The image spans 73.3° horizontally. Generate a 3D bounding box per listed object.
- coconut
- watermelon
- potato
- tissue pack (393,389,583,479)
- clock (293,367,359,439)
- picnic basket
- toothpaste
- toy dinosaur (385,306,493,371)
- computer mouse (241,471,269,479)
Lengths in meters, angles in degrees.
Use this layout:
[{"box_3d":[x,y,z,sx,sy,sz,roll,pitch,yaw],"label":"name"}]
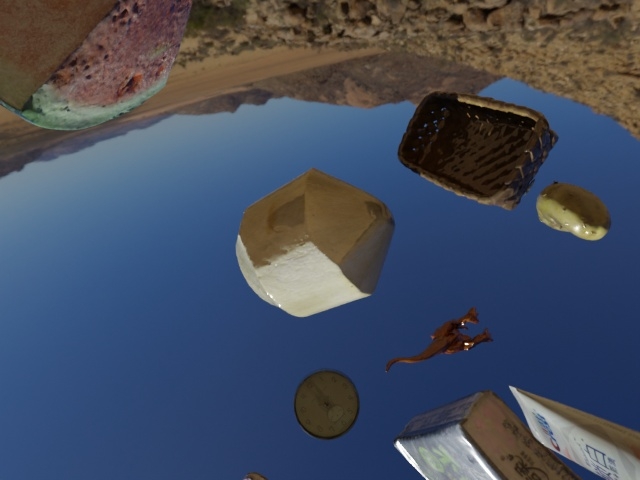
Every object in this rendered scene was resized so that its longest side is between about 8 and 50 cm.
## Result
[{"box_3d":[0.000,0.000,0.626,0.221,0.202,0.202,-25,-162,18],"label":"coconut"},{"box_3d":[-0.241,-0.244,0.483,0.292,0.251,0.283,2,-174,23],"label":"watermelon"},{"box_3d":[0.387,-0.047,0.660,0.070,0.091,0.138,-56,-171,12],"label":"potato"},{"box_3d":[0.342,0.485,0.909,0.288,0.394,0.124,42,-117,14],"label":"tissue pack"},{"box_3d":[0.019,0.515,1.358,0.214,0.215,0.042,-17,171,-2],"label":"clock"},{"box_3d":[0.174,-0.109,0.502,0.054,0.110,0.193,17,-163,-31],"label":"picnic basket"},{"box_3d":[0.340,0.234,0.442,0.066,0.100,0.323,-35,-168,-19],"label":"toothpaste"},{"box_3d":[0.361,0.272,1.205,0.208,0.097,0.432,-36,153,32],"label":"toy dinosaur"},{"box_3d":[-0.120,0.708,1.102,0.056,0.126,0.245,-17,-120,-47],"label":"computer mouse"}]
